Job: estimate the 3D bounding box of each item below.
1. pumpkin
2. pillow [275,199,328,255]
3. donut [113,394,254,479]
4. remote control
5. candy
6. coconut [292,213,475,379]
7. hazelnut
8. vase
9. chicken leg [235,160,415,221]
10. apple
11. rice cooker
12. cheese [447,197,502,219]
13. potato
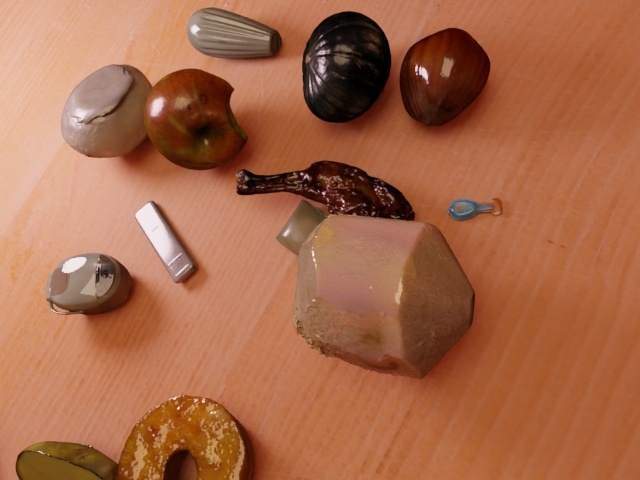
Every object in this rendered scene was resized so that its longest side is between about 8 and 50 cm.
[{"bbox_3d":[0.062,-0.392,1.332,0.249,0.216,0.250,-35,42,39],"label":"pumpkin"},{"bbox_3d":[0.000,0.000,1.271,0.208,0.053,0.119,32,81,31],"label":"pillow"},{"bbox_3d":[-0.261,0.469,1.152,0.302,0.110,0.303,-7,66,16],"label":"donut"},{"bbox_3d":[-0.387,0.001,1.434,0.067,0.029,0.261,-41,59,1],"label":"remote control"},{"bbox_3d":[-0.563,-0.337,1.547,0.295,0.185,0.296,-14,49,16],"label":"candy"},{"bbox_3d":[0.125,0.101,1.048,0.309,0.297,0.298,10,73,29],"label":"coconut"},{"bbox_3d":[0.271,-0.353,1.250,0.186,0.210,0.210,-22,59,-23],"label":"hazelnut"},{"bbox_3d":[-0.227,-0.548,1.542,0.247,0.128,0.128,15,75,17],"label":"vase"},{"bbox_3d":[0.011,-0.102,1.266,0.406,0.096,0.158,16,52,14],"label":"chicken leg"},{"bbox_3d":[-0.301,-0.302,1.401,0.246,0.246,0.226,-32,46,6],"label":"apple"},{"bbox_3d":[-0.562,0.110,1.400,0.206,0.127,0.145,-13,64,19],"label":"rice cooker"},{"bbox_3d":[0.319,-0.067,1.197,0.111,0.017,0.047,-4,71,19],"label":"cheese"},{"bbox_3d":[-0.515,0.501,1.231,0.271,0.111,0.161,5,108,23],"label":"potato"}]
